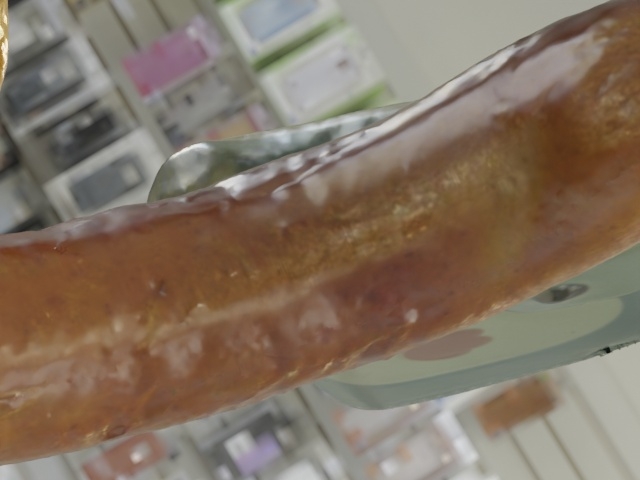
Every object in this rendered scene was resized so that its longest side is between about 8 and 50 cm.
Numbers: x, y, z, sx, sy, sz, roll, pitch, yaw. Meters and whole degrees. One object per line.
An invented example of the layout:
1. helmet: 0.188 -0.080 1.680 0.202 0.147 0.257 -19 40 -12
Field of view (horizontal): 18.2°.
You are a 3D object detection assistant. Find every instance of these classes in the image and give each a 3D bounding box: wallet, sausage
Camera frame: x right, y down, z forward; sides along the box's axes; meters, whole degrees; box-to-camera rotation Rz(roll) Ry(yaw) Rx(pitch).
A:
1. wallet: 0.074 0.005 1.081 0.360 0.252 0.083 49 28 -68
2. sausage: 0.001 0.002 0.653 0.103 0.302 0.076 89 -21 -66

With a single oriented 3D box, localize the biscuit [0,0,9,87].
1. biscuit: -0.276 -0.094 1.244 0.376 0.051 0.269 -30 -116 53
